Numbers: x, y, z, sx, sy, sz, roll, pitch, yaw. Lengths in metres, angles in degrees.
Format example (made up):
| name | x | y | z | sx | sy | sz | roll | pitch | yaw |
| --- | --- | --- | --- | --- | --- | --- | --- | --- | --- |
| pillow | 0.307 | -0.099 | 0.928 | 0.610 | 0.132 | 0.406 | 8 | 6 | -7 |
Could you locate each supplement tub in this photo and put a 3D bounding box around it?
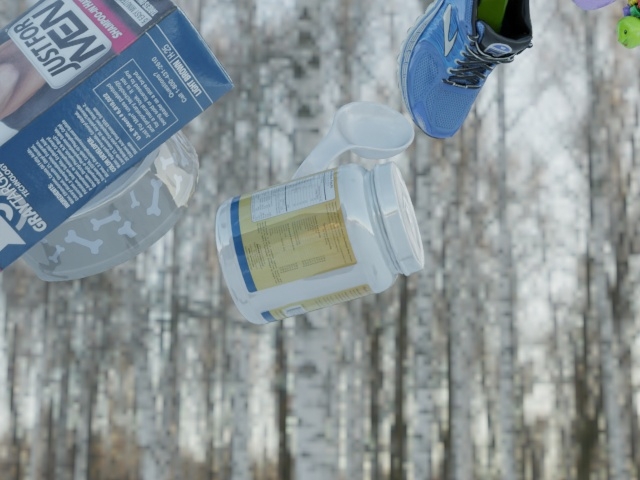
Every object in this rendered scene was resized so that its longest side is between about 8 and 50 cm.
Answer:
| name | x | y | z | sx | sy | sz | roll | pitch | yaw |
| --- | --- | --- | --- | --- | --- | --- | --- | --- | --- |
| supplement tub | 0.000 | 0.000 | 1.695 | 0.200 | 0.144 | 0.144 | -16 | -16 | 10 |

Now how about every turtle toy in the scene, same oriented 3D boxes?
| name | x | y | z | sx | sy | sz | roll | pitch | yaw |
| --- | --- | --- | --- | --- | --- | --- | --- | --- | --- |
| turtle toy | 0.453 | -0.320 | 2.173 | 0.066 | 0.130 | 0.095 | 27 | -16 | -12 |

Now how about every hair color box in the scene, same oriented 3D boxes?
| name | x | y | z | sx | sy | sz | roll | pitch | yaw |
| --- | --- | --- | --- | --- | --- | --- | --- | --- | --- |
| hair color box | -0.267 | -0.097 | 1.396 | 0.105 | 0.347 | 0.174 | 54 | -6 | -39 |

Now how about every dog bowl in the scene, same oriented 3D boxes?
| name | x | y | z | sx | sy | sz | roll | pitch | yaw |
| --- | --- | --- | --- | --- | --- | --- | --- | --- | --- |
| dog bowl | -0.363 | -0.100 | 2.374 | 0.349 | 0.348 | 0.102 | -4 | -44 | 19 |

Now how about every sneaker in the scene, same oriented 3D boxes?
| name | x | y | z | sx | sy | sz | roll | pitch | yaw |
| --- | --- | --- | --- | --- | --- | --- | --- | --- | --- |
| sneaker | 0.205 | -0.276 | 2.154 | 0.130 | 0.147 | 0.330 | 0 | -55 | -24 |

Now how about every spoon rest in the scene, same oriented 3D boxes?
| name | x | y | z | sx | sy | sz | roll | pitch | yaw |
| --- | --- | --- | --- | --- | --- | --- | --- | --- | --- |
| spoon rest | 0.053 | -0.159 | 2.628 | 0.137 | 0.276 | 0.084 | 33 | -43 | 18 |

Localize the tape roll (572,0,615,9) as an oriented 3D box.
| name | x | y | z | sx | sy | sz | roll | pitch | yaw |
| --- | --- | --- | --- | --- | --- | --- | --- | --- | --- |
| tape roll | 0.443 | -0.474 | 2.309 | 0.275 | 0.090 | 0.275 | -37 | -22 | -18 |
